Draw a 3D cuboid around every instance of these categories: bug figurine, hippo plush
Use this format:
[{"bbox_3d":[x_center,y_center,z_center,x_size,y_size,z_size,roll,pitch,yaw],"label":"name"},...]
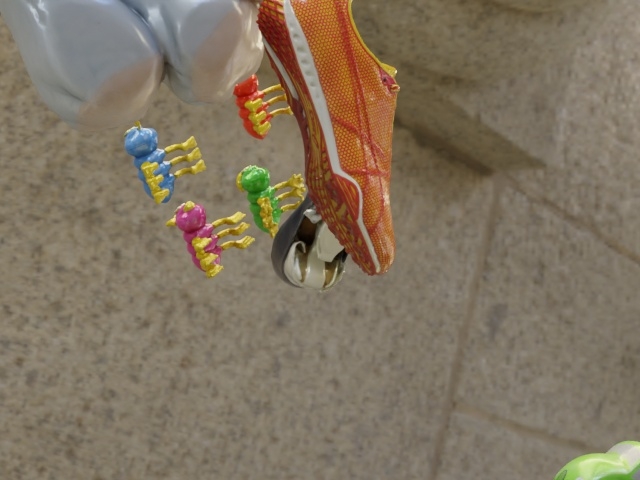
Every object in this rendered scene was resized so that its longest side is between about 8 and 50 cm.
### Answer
[{"bbox_3d":[-0.119,-0.081,1.238,0.279,0.072,0.216,-39,118,-47],"label":"bug figurine"},{"bbox_3d":[-0.162,-0.188,0.730,0.294,0.236,0.235,-7,95,-16],"label":"hippo plush"}]

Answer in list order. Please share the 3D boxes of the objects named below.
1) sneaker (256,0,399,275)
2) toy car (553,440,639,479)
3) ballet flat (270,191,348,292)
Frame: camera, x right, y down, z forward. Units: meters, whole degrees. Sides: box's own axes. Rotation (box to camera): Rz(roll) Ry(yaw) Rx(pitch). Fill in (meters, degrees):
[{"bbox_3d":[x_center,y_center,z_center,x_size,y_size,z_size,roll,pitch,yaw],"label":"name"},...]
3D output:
[{"bbox_3d":[0.020,-0.063,0.593,0.067,0.064,0.175,-21,110,-19],"label":"sneaker"},{"bbox_3d":[0.267,0.178,0.718,0.224,0.239,0.053,18,84,-9],"label":"toy car"},{"bbox_3d":[0.000,0.000,0.952,0.074,0.203,0.074,12,50,-15],"label":"ballet flat"}]
